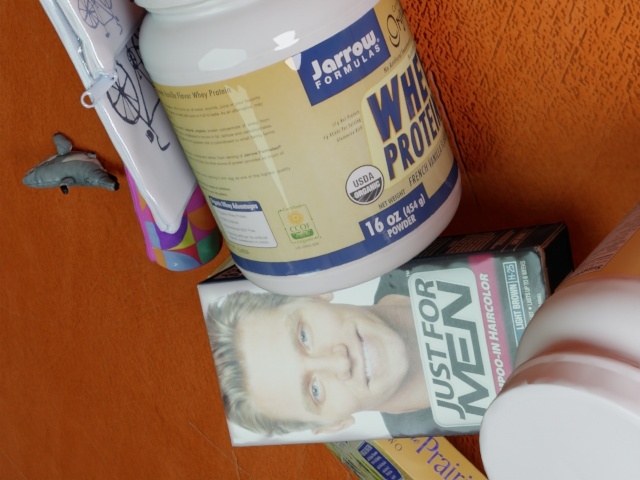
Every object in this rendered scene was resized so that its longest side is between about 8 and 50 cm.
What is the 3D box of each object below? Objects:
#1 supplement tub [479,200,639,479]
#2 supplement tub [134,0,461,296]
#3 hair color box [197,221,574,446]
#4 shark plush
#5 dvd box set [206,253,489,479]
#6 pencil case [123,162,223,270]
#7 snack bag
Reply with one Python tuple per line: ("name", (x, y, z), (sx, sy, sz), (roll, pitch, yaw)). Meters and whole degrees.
("supplement tub", (0.288, 0.082, 0.945), (0.241, 0.331, 0.241), (30, 142, 26))
("supplement tub", (-0.023, -0.136, 1.178), (0.228, 0.228, 0.316), (7, 129, 45))
("hair color box", (0.069, 0.094, 1.264), (0.347, 0.105, 0.174), (-7, 100, 25))
("shark plush", (-0.313, -0.075, 1.717), (0.161, 0.067, 0.073), (25, 140, 32))
("dvd box set", (0.037, 0.200, 1.514), (0.420, 0.062, 0.307), (43, 166, 8))
("pencil case", (-0.183, -0.076, 1.542), (0.104, 0.104, 0.236), (19, 138, 37))
("snack bag", (-0.167, -0.209, 1.234), (0.037, 0.323, 0.343), (-17, 114, 18))
